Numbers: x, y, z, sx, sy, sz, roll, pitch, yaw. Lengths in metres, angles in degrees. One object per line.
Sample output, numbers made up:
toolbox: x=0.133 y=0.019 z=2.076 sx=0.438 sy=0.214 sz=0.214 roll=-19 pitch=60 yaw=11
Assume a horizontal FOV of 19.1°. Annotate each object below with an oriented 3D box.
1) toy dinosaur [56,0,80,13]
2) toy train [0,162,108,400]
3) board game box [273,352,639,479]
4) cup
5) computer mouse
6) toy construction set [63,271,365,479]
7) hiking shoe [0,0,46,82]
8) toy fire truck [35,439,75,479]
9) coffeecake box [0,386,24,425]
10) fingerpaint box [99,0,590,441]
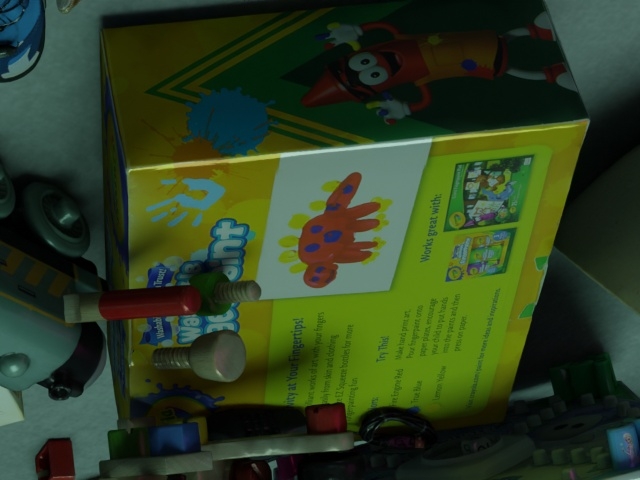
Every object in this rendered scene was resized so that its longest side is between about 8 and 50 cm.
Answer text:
toy dinosaur: x=-0.154 y=-0.257 z=1.381 sx=0.211 sy=0.064 sz=0.112 roll=-46 pitch=168 yaw=29
toy train: x=-0.307 y=0.017 z=1.556 sx=0.142 sy=0.190 sz=0.334 roll=-33 pitch=139 yaw=23
board game box: x=0.139 y=0.205 z=1.868 sx=0.390 sy=0.050 sz=0.390 roll=-15 pitch=-174 yaw=0
cup: x=0.403 y=-0.008 z=1.706 sx=0.331 sy=0.331 sz=0.237 roll=27 pitch=100 yaw=-41
computer mouse: x=-0.001 y=0.186 z=1.734 sx=0.242 sy=0.041 sz=0.071 roll=1 pitch=141 yaw=-21
toy construction set: x=-0.133 y=0.172 z=1.554 sx=0.237 sy=0.257 sz=0.309 roll=-4 pitch=114 yaw=37
hiking shoe: x=-0.266 y=-0.199 z=1.341 sx=0.113 sy=0.132 sz=0.304 roll=-15 pitch=143 yaw=1
toy fire truck: x=-0.249 y=0.285 z=2.038 sx=0.135 sy=0.047 sz=0.192 roll=2 pitch=141 yaw=-20
coffeecake box: x=-0.370 y=0.111 z=1.756 sx=0.142 sy=0.068 sz=0.185 roll=-14 pitch=143 yaw=1
fingerpaint box: x=0.000 y=0.000 z=1.658 sx=0.371 sy=0.163 sz=0.445 roll=-7 pitch=143 yaw=-10
